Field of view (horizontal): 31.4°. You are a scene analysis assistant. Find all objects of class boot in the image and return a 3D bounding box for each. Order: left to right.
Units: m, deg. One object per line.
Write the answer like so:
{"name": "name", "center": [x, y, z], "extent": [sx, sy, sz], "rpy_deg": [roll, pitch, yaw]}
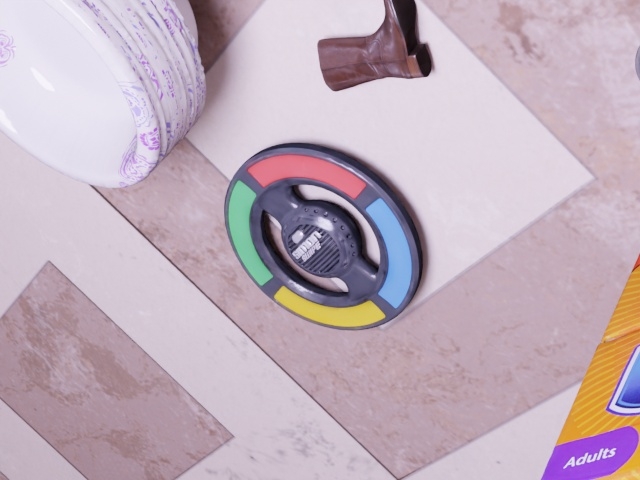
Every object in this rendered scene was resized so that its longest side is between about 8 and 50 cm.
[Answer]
{"name": "boot", "center": [0.036, -0.189, 1.049], "extent": [0.114, 0.037, 0.106], "rpy_deg": [0, 121, 37]}

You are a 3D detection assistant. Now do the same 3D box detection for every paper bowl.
{"name": "paper bowl", "center": [-0.233, -0.199, 1.099], "extent": [0.284, 0.148, 0.284], "rpy_deg": [27, 148, 19]}

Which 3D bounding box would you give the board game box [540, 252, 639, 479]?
{"name": "board game box", "center": [0.444, 0.157, 0.832], "extent": [0.356, 0.356, 0.356], "rpy_deg": [-28, 106, 42]}

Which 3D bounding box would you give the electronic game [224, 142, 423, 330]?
{"name": "electronic game", "center": [0.000, 0.000, 1.201], "extent": [0.229, 0.048, 0.229], "rpy_deg": [17, 130, 21]}

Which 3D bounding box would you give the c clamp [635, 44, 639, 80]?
{"name": "c clamp", "center": [0.325, -0.146, 0.910], "extent": [0.160, 0.022, 0.137], "rpy_deg": [39, 134, 1]}
